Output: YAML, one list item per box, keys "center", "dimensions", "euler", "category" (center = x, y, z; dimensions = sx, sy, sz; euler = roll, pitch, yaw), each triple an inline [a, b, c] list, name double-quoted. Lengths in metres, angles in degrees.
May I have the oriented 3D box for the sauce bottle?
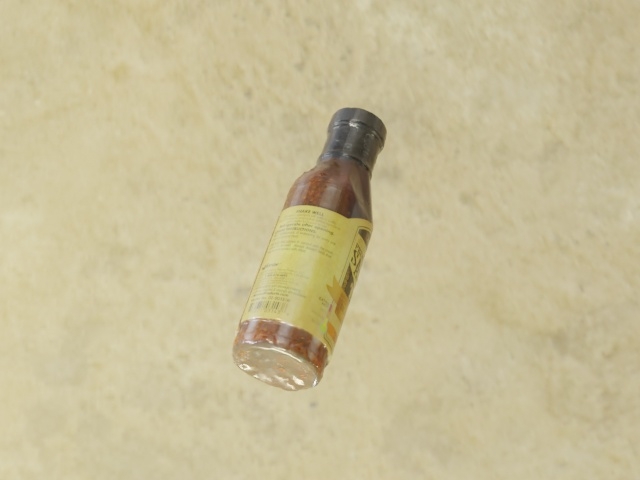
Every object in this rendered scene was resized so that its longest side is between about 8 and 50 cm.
- center: [0.000, 0.000, 0.624]
  dimensions: [0.042, 0.128, 0.042]
  euler: [15, 150, 9]
  category: "sauce bottle"
